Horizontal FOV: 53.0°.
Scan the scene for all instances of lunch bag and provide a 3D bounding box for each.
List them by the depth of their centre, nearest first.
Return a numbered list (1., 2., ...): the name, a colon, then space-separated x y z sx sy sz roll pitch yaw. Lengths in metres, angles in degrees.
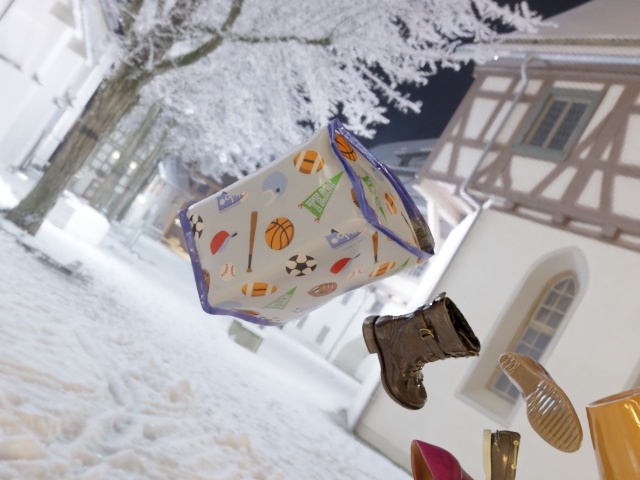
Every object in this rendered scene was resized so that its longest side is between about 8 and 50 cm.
1. lunch bag: 0.000 0.000 1.140 0.385 0.328 0.239 29 38 -57

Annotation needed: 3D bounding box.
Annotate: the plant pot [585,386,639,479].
1. plant pot: 0.542 0.349 1.071 0.205 0.205 0.188 52 19 -74

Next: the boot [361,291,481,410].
1. boot: 0.221 0.235 1.303 0.229 0.091 0.263 -16 -69 40

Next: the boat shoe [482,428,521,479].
1. boat shoe: 0.326 0.454 1.143 0.069 0.228 0.081 -2 -7 15

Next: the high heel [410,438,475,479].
1. high heel: 0.199 0.534 1.176 0.181 0.127 0.377 37 25 4

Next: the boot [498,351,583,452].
1. boot: 0.474 0.332 1.285 0.207 0.090 0.248 32 19 -37
